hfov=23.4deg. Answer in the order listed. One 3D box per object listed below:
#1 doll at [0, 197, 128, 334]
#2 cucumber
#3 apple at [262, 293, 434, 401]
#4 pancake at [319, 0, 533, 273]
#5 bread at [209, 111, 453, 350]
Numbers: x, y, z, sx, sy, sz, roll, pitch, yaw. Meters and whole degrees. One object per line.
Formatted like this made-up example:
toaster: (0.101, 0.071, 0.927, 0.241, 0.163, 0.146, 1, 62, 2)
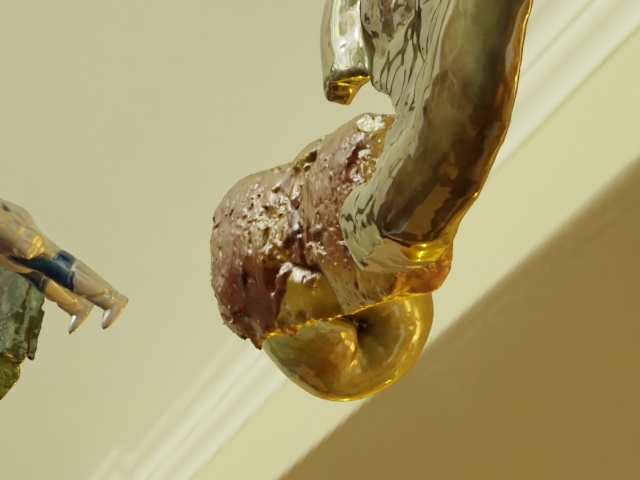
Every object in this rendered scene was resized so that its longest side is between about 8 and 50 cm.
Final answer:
doll: (-0.232, -0.018, 1.011, 0.227, 0.057, 0.114, 44, -16, -16)
cucumber: (-0.302, 0.079, 1.339, 0.115, 0.193, 0.086, -29, -57, 37)
apple: (0.023, 0.063, 1.561, 0.200, 0.200, 0.200, 22, -41, 20)
pancake: (0.035, -0.103, 0.449, 0.029, 0.235, 0.212, 9, -65, -9)
bread: (0.001, 0.000, 1.096, 0.077, 0.139, 0.271, 4, -11, -27)
